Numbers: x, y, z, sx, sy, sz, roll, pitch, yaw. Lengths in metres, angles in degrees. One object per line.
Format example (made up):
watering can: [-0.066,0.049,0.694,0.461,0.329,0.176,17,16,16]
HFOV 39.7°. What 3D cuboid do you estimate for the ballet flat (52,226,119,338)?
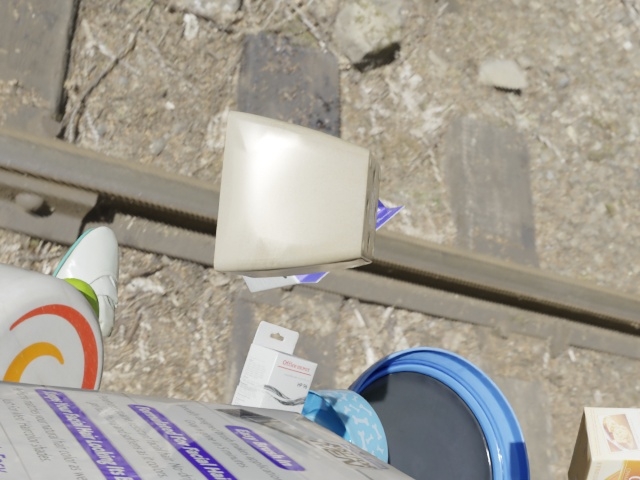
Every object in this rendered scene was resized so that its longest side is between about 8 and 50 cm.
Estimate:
ballet flat: [-0.433,0.171,1.524,0.139,0.139,0.400,33,80,-15]

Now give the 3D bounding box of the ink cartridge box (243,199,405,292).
ink cartridge box: [0.000,0.000,1.383,0.206,0.208,0.045,-40,105,-30]

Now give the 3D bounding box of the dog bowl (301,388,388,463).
dog bowl: [-0.014,0.305,1.213,0.074,0.297,0.166,-10,64,-39]

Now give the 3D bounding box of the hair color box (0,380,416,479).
hair color box: [-0.122,0.125,0.357,0.338,0.185,0.110,11,90,-29]

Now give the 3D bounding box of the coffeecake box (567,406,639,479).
coffeecake box: [0.374,0.248,0.959,0.185,0.142,0.068,0,46,6]

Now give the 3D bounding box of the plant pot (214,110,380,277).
plant pot: [-0.010,-0.026,0.629,0.096,0.109,0.109,4,86,11]

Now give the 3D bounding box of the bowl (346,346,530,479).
bowl: [0.179,0.377,1.483,0.391,0.077,0.391,11,67,-27]

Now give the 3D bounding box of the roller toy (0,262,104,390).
roller toy: [-0.308,0.113,0.795,0.209,0.146,0.191,21,81,-63]

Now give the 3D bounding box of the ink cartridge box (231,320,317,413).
ink cartridge box: [-0.033,0.105,0.644,0.048,0.028,0.083,25,81,-49]
